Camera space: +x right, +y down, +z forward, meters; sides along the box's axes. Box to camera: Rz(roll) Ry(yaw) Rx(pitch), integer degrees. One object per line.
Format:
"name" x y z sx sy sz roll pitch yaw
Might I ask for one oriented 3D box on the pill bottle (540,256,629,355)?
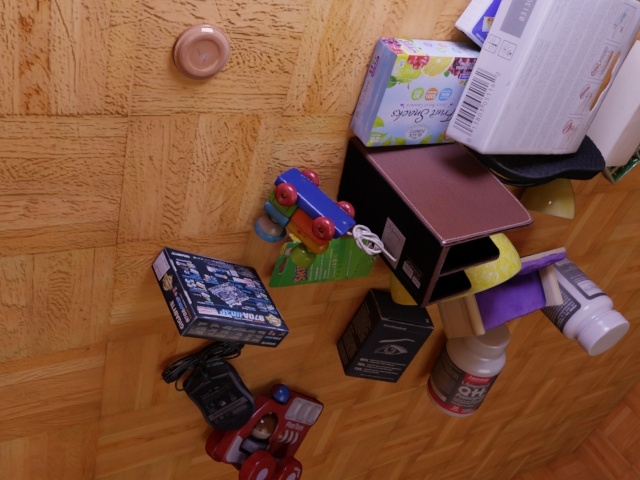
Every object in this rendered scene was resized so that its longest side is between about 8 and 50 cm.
"pill bottle" 0.709 0.176 1.776 0.161 0.283 0.161 -20 140 -18

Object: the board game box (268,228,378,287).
"board game box" 0.014 0.035 1.326 0.259 0.039 0.124 -7 133 -35

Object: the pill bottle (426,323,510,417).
"pill bottle" 0.440 0.364 1.866 0.176 0.176 0.318 -12 136 -26

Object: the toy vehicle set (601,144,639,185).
"toy vehicle set" 0.808 -0.273 1.578 0.267 0.035 0.166 -45 141 13

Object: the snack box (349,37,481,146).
"snack box" 0.173 -0.256 1.107 0.207 0.070 0.174 -6 133 -30

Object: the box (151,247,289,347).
"box" -0.179 0.105 1.147 0.220 0.175 0.051 17 120 -46

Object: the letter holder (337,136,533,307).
"letter holder" 0.202 -0.058 1.148 0.214 0.302 0.152 -14 137 -25

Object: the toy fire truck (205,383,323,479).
"toy fire truck" -0.131 0.492 1.626 0.254 0.169 0.302 -60 142 -7

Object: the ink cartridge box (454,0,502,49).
"ink cartridge box" 0.358 -0.409 1.099 0.206 0.045 0.208 19 116 -47

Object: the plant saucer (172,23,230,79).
"plant saucer" -0.167 -0.265 0.896 0.083 0.013 0.083 -20 139 -18

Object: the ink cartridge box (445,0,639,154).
"ink cartridge box" 0.418 -0.310 1.136 0.385 0.091 0.308 -9 126 -45

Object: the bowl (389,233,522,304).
"bowl" 0.273 0.017 1.373 0.289 0.289 0.156 -20 96 -18

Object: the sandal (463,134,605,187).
"sandal" 0.437 -0.169 1.328 0.446 0.167 0.107 1 147 -37

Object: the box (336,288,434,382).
"box" 0.155 0.237 1.550 0.153 0.108 0.207 15 122 -24

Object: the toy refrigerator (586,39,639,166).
"toy refrigerator" 0.693 -0.304 1.417 0.102 0.094 0.269 -8 133 -31

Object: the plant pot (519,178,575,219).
"plant pot" 0.545 -0.110 1.502 0.134 0.134 0.095 6 98 -40

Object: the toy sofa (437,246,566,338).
"toy sofa" 0.468 0.127 1.571 0.363 0.150 0.177 -11 175 -38

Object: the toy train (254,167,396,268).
"toy train" 0.000 0.000 1.130 0.143 0.248 0.105 -51 173 34

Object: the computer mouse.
"computer mouse" -0.231 0.325 1.433 0.188 0.072 0.272 -25 129 -9
